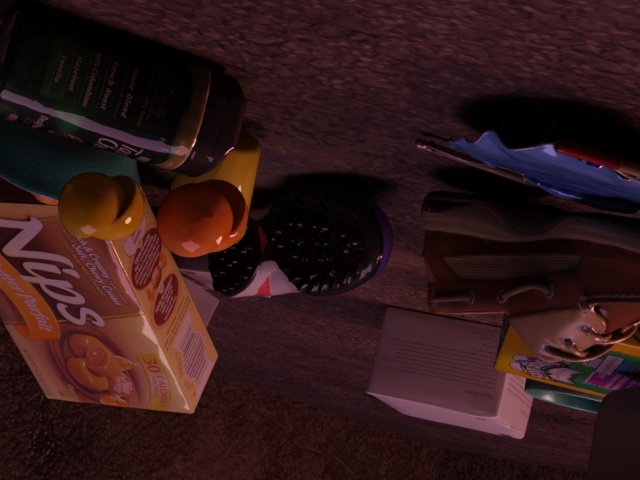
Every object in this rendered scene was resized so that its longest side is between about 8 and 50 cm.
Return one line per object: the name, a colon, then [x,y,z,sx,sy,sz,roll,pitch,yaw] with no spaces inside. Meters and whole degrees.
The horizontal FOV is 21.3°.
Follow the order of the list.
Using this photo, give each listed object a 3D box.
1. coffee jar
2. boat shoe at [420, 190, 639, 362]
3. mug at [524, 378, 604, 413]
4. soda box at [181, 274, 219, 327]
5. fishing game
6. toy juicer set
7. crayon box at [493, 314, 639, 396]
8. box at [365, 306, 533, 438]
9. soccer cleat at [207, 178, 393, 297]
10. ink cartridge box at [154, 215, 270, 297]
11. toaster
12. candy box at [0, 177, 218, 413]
coffee jar: [-0.150,-0.105,1.246,0.184,0.079,0.096,17,170,-18]
boat shoe: [0.201,0.036,1.323,0.123,0.119,0.324,6,-176,-37]
mug: [0.296,0.137,1.920,0.129,0.097,0.158,17,170,-19]
soda box: [-0.261,0.038,1.890,0.286,0.098,0.091,34,153,-17]
fishing game: [0.184,-0.054,1.197,0.189,0.041,0.264,17,178,-14]
toy juicer set: [-0.206,-0.054,1.325,0.329,0.089,0.209,17,-155,-11]
crayon box: [0.330,0.089,1.590,0.313,0.106,0.363,14,170,5]
box: [0.178,0.175,2.225,0.182,0.119,0.181,10,169,20]
soccer cleat: [0.000,0.000,1.620,0.116,0.108,0.318,-6,177,-28]
ink cartridge box: [-0.148,0.017,1.960,0.180,0.060,0.104,6,167,38]
toaster: [0.333,0.231,1.529,0.168,0.185,0.110,22,162,-33]
candy box: [-0.241,0.042,1.724,0.183,0.087,0.316,3,137,22]
